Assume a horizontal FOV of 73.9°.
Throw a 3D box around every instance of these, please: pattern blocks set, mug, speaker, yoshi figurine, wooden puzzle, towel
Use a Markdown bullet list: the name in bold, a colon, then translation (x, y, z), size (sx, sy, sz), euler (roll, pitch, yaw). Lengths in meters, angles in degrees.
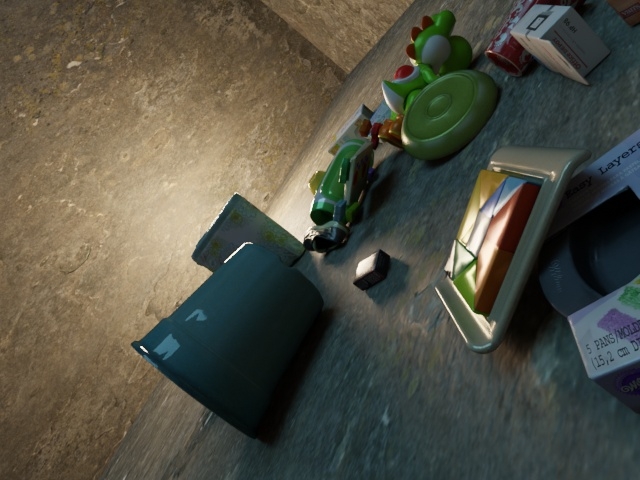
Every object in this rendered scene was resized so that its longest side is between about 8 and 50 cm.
- **pattern blocks set**: translation (0.103, -0.187, 1.163), size (0.325, 0.026, 0.286), euler (-40, -38, -64)
- **mug**: translation (0.407, -0.431, 0.834), size (0.169, 0.150, 0.113), euler (-55, 52, 17)
- **speaker**: translation (0.071, -0.175, 1.319), size (0.131, 0.131, 0.297), euler (-32, 29, 56)
- **yoshi figurine**: translation (0.307, -0.424, 1.159), size (0.203, 0.203, 0.363), euler (13, -81, -64)
- **wooden puzzle**: translation (0.213, -0.008, 0.536), size (0.221, 0.044, 0.239), euler (-74, 5, -76)
- **towel**: translation (-0.279, 0.037, 1.590), size (0.374, 0.320, 0.090), euler (-45, 16, 36)

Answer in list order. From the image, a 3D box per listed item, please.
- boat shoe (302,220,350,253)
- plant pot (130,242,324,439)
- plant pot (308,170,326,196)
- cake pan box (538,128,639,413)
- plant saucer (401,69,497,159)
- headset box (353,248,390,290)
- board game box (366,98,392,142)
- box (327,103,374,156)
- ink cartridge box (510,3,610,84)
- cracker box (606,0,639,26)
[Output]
- **boat shoe**: translation (0.001, 0.001, 1.269), size (0.223, 0.080, 0.073), euler (-22, 31, 56)
- **plant pot**: translation (-0.185, 0.208, 0.992), size (0.334, 0.341, 0.341), euler (-52, 13, -22)
- **plant pot**: translation (0.007, -0.223, 1.691), size (0.134, 0.095, 0.134), euler (-49, 17, 21)
- **cake pan box**: translation (0.320, -0.017, 0.358), size (0.267, 0.070, 0.246), euler (-45, 16, 37)
- **plant saucer**: translation (0.277, -0.296, 0.969), size (0.240, 0.037, 0.241), euler (-28, 47, 34)
- **headset box**: translation (0.110, 0.061, 0.897), size (0.083, 0.032, 0.062), euler (-41, 20, 46)
- **board game box**: translation (0.223, -0.421, 1.493), size (0.103, 0.026, 0.154), euler (32, 87, 46)
- **box**: translation (0.135, -0.399, 1.632), size (0.203, 0.114, 0.103), euler (-43, 21, 34)
- **ink cartridge box**: translation (0.397, -0.327, 0.702), size (0.060, 0.104, 0.180), euler (-47, 18, 25)
- **cracker box**: translation (0.533, -0.439, 0.591), size (0.232, 0.067, 0.155), euler (-57, 14, -9)
